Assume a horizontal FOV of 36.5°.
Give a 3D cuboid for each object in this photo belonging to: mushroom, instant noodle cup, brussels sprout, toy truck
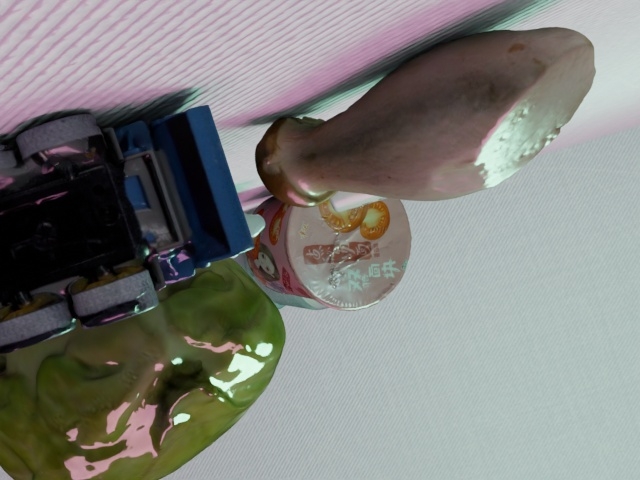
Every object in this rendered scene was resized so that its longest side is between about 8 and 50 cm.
[{"bbox_3d":[0.083,-0.096,0.837,0.350,0.128,0.128,-12,-178,44],"label":"mushroom"},{"bbox_3d":[0.000,0.000,1.703,0.243,0.242,0.231,-16,-174,-27],"label":"instant noodle cup"},{"bbox_3d":[-0.195,0.118,0.964,0.328,0.247,0.328,-34,155,-18],"label":"brussels sprout"},{"bbox_3d":[-0.237,0.009,0.727,0.367,0.146,0.175,-17,-177,2],"label":"toy truck"}]

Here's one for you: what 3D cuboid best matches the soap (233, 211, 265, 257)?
[{"bbox_3d":[-0.185,0.011,1.529,0.160,0.087,0.265,-47,-175,-11],"label":"soap"}]

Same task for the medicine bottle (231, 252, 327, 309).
[{"bbox_3d":[-0.024,0.025,2.014,0.290,0.244,0.245,-14,180,29],"label":"medicine bottle"}]

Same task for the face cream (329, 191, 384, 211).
[{"bbox_3d":[0.139,-0.117,1.455,0.269,0.082,0.082,-18,179,9],"label":"face cream"}]
